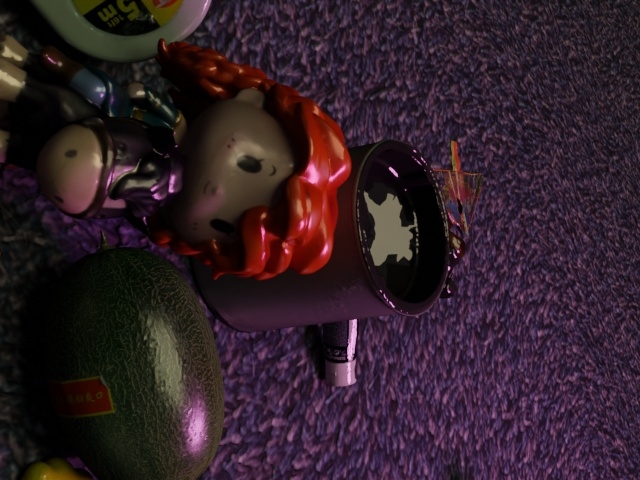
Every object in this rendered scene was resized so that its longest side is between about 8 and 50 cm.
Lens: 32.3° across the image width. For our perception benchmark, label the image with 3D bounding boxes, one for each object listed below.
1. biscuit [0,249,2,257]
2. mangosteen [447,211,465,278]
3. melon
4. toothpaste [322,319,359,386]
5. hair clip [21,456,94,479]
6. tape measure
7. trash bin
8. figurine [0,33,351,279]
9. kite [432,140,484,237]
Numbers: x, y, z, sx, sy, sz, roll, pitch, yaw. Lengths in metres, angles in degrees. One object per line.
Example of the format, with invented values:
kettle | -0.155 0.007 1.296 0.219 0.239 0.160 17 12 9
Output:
biscuit | -0.408 -0.011 1.045 0.231 0.016 0.139 -30 107 -54
mangosteen | 0.151 0.013 1.722 0.152 0.152 0.152 19 67 -52
melon | -0.198 0.129 1.166 0.182 0.182 0.287 -11 89 -55
toothpaste | 0.029 0.110 1.562 0.045 0.071 0.193 -24 116 -54
hair clip | -0.248 0.289 1.172 0.173 0.046 0.072 48 41 -35
tape measure | -0.170 -0.346 1.212 0.215 0.351 0.098 52 9 -34
trash bin | 0.000 0.000 1.408 0.277 0.262 0.217 44 49 -40
figurine | -0.169 -0.093 1.149 0.412 0.306 0.241 12 97 -46
kite | 0.247 -0.094 2.004 0.241 0.014 0.183 8 74 -53
